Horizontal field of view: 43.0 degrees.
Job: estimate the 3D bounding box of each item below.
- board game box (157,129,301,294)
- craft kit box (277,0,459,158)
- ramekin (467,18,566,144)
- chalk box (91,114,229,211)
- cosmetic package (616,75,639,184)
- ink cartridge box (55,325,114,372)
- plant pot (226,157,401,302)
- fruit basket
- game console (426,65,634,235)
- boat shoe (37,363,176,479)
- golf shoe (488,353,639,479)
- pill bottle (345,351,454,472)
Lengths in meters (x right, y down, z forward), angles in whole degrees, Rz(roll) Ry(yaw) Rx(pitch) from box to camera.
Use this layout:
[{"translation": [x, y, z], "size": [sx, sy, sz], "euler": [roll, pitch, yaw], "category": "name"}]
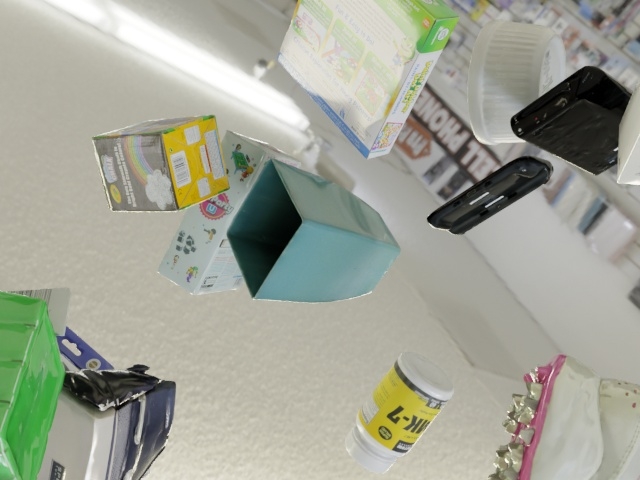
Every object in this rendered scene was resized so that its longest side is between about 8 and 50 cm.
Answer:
[{"translation": [-0.173, -0.051, 1.607], "size": [0.097, 0.303, 0.224], "euler": [30, -172, 14], "category": "board game box"}, {"translation": [0.056, -0.293, 1.185], "size": [0.061, 0.246, 0.250], "euler": [-19, -121, -36], "category": "craft kit box"}, {"translation": [0.329, -0.257, 1.336], "size": [0.109, 0.207, 0.207], "euler": [9, -177, 30], "category": "ramekin"}, {"translation": [-0.280, -0.127, 1.353], "size": [0.213, 0.132, 0.132], "euler": [3, -159, 36], "category": "chalk box"}, {"translation": [0.498, -0.161, 0.866], "size": [0.284, 0.097, 0.377], "euler": [4, 161, 10], "category": "cosmetic package"}, {"translation": [-0.573, 0.256, 1.640], "size": [0.223, 0.045, 0.224], "euler": [33, -126, 25], "category": "ink cartridge box"}, {"translation": [0.000, 0.000, 1.338], "size": [0.234, 0.165, 0.165], "euler": [13, -146, -35], "category": "plant pot"}, {"translation": [-0.434, 0.171, 0.771], "size": [0.327, 0.353, 0.165], "euler": [-99, -1, -55], "category": "fruit basket"}, {"translation": [0.302, -0.110, 1.191], "size": [0.213, 0.361, 0.044], "euler": [16, -130, -42], "category": "game console"}, {"translation": [-0.267, 0.307, 0.976], "size": [0.127, 0.340, 0.158], "euler": [26, -164, 27], "category": "boat shoe"}, {"translation": [0.148, 0.224, 0.453], "size": [0.140, 0.306, 0.115], "euler": [15, 174, 6], "category": "golf shoe"}, {"translation": [0.141, 0.318, 1.495], "size": [0.119, 0.208, 0.119], "euler": [30, -162, -11], "category": "pill bottle"}]
